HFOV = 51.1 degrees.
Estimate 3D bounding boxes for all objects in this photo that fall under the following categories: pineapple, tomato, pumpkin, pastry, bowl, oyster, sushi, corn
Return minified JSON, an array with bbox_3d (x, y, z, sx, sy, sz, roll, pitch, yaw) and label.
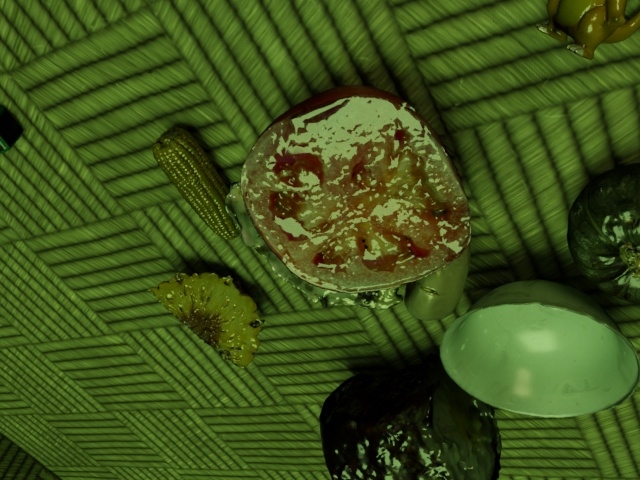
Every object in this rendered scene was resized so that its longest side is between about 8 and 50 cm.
[{"bbox_3d":[-0.208,0.135,1.390,0.249,0.140,0.164,40,179,2],"label":"pineapple"},{"bbox_3d":[0.052,-0.085,0.991,0.338,0.144,0.338,5,124,7],"label":"tomato"},{"bbox_3d":[0.452,-0.004,0.917,0.223,0.157,0.224,20,139,19],"label":"pumpkin"},{"bbox_3d":[0.190,0.056,1.090,0.092,0.156,0.156,10,137,6],"label":"pastry"},{"bbox_3d":[0.368,0.155,1.125,0.313,0.146,0.313,13,138,12],"label":"bowl"},{"bbox_3d":[-0.002,0.001,1.161,0.201,0.107,0.354,-38,104,18],"label":"oyster"},{"bbox_3d":[0.188,0.404,1.360,0.294,0.281,0.299,-26,114,33],"label":"sushi"},{"bbox_3d":[-0.204,-0.095,1.151,0.080,0.080,0.231,-7,136,28],"label":"corn"}]

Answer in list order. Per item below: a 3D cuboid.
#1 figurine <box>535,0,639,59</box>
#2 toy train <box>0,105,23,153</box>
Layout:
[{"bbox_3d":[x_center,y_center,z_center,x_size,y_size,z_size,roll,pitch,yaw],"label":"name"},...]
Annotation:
[{"bbox_3d":[0.327,-0.290,0.730,0.122,0.121,0.176,-3,130,-15],"label":"figurine"},{"bbox_3d":[-0.628,-0.218,1.184,0.136,0.091,0.228,-11,129,18],"label":"toy train"}]
